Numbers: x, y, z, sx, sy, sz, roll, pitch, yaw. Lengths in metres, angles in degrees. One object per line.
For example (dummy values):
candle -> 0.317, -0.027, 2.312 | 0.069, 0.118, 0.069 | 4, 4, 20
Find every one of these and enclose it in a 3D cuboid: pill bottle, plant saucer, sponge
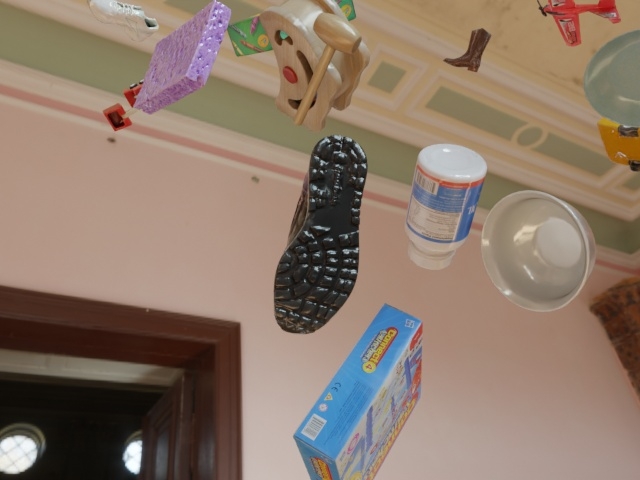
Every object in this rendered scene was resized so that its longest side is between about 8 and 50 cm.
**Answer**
pill bottle -> 0.226, -0.057, 1.000 | 0.124, 0.124, 0.221 | -2, -50, -8
plant saucer -> 0.562, -0.285, 0.918 | 0.195, 0.037, 0.195 | 22, -33, 15
sponge -> -0.203, -0.254, 0.762 | 0.031, 0.117, 0.210 | 24, -14, -34

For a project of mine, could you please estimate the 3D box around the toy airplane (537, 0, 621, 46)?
toy airplane -> 0.419, -0.377, 0.864 | 0.028, 0.151, 0.151 | -52, -44, -3

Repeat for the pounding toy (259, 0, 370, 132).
pounding toy -> -0.037, -0.256, 0.780 | 0.155, 0.154, 0.269 | -45, -4, -19

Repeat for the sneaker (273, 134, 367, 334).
sneaker -> 0.000, 0.000, 0.774 | 0.107, 0.283, 0.124 | 18, -14, -8

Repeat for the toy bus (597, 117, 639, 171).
toy bus -> 0.736, -0.211, 1.095 | 0.130, 0.333, 0.108 | -34, -69, -9

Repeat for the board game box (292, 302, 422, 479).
board game box -> 0.090, 0.333, 1.031 | 0.086, 0.308, 0.301 | 22, -35, 27

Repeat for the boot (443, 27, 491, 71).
boot -> 0.409, -0.540, 1.488 | 0.107, 0.037, 0.114 | 18, -65, 7

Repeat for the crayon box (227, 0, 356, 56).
crayon box -> -0.068, -0.538, 1.309 | 0.278, 0.165, 0.081 | -35, -60, -32

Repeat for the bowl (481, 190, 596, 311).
bowl -> 0.555, 0.016, 1.313 | 0.134, 0.297, 0.297 | -13, -31, -33

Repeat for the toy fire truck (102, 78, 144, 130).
toy fire truck -> -0.389, -0.323, 1.194 | 0.192, 0.135, 0.047 | -28, -55, -6

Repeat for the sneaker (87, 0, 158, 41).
sneaker -> -0.373, -0.432, 1.012 | 0.061, 0.053, 0.152 | -11, -7, 25
